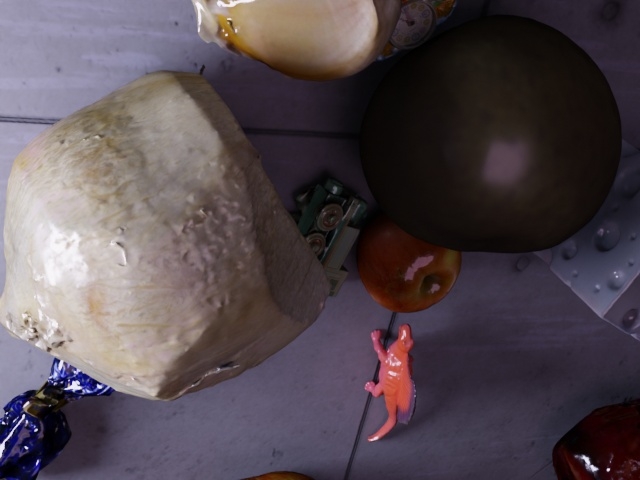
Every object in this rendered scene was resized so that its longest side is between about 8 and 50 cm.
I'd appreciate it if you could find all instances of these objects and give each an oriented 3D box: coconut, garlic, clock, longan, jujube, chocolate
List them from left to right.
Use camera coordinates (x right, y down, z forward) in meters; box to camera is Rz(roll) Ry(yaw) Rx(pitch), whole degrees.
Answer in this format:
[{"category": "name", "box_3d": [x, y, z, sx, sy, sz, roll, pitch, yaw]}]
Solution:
[{"category": "chocolate", "box_3d": [-0.389, 0.239, 1.525, 0.343, 0.126, 0.148, -46, 165, 17]}, {"category": "coconut", "box_3d": [-0.216, 0.015, 1.283, 0.405, 0.404, 0.404, -12, 124, -18]}, {"category": "garlic", "box_3d": [-0.026, -0.333, 1.211, 0.249, 0.313, 0.286, -6, 86, -46]}, {"category": "clock", "box_3d": [0.098, -0.330, 1.386, 0.231, 0.103, 0.144, -34, 137, -1]}, {"category": "longan", "box_3d": [0.235, -0.138, 1.450, 0.361, 0.361, 0.361, -12, 124, -18]}, {"category": "jujube", "box_3d": [0.627, 0.429, 2.040, 0.377, 0.258, 0.258, -3, 121, -17]}]

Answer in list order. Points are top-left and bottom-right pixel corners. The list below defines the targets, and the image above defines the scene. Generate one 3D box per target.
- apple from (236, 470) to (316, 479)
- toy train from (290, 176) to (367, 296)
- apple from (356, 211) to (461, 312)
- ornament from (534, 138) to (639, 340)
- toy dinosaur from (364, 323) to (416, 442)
[{"category": "apple", "box_3d": [-0.098, 0.530, 1.768, 0.277, 0.250, 0.309, 36, 79, -22]}, {"category": "toy train", "box_3d": [0.000, 0.000, 1.570, 0.125, 0.081, 0.194, 14, 111, -43]}, {"category": "apple", "box_3d": [0.133, 0.025, 1.611, 0.163, 0.139, 0.163, -21, 138, -21]}, {"category": "ornament", "box_3d": [0.532, 0.011, 1.717, 0.240, 0.240, 0.239, 28, 105, -34]}, {"category": "toy dinosaur", "box_3d": [0.130, 0.267, 1.756, 0.070, 0.139, 0.286, -6, 123, -21]}]
